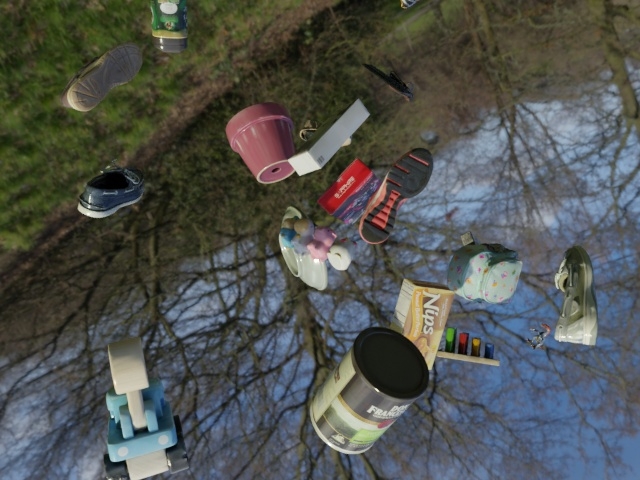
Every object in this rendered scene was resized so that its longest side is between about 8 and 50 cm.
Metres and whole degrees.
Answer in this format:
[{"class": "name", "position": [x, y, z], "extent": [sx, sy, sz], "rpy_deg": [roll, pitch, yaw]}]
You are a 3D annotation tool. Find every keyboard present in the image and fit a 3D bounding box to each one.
[{"class": "keyboard", "position": [0.227, -0.526, 1.826], "extent": [0.100, 0.192, 0.038], "rpy_deg": [-3, 132, -53]}]

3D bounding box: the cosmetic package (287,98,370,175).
[{"class": "cosmetic package", "position": [0.023, -0.274, 1.495], "extent": [0.239, 0.060, 0.099], "rpy_deg": [-50, -160, -29]}]

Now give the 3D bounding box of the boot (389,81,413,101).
[{"class": "boot", "position": [0.301, -0.587, 2.150], "extent": [0.037, 0.114, 0.106], "rpy_deg": [-40, 154, -11]}]

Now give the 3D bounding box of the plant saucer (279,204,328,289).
[{"class": "plant saucer", "position": [-0.097, 0.046, 2.503], "extent": [0.100, 0.401, 0.400], "rpy_deg": [-21, -175, -18]}]

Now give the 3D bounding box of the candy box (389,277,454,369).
[{"class": "candy box", "position": [0.354, 0.306, 2.056], "extent": [0.182, 0.317, 0.087], "rpy_deg": [9, -169, -28]}]

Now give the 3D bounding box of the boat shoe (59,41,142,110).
[{"class": "boat shoe", "position": [-0.602, -0.454, 1.548], "extent": [0.092, 0.103, 0.285], "rpy_deg": [9, -129, 27]}]

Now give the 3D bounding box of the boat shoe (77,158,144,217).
[{"class": "boat shoe", "position": [-0.485, -0.134, 1.342], "extent": [0.079, 0.095, 0.254], "rpy_deg": [-64, 177, 25]}]

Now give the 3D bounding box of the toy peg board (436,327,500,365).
[{"class": "toy peg board", "position": [0.409, 0.284, 1.542], "extent": [0.160, 0.079, 0.161], "rpy_deg": [5, 174, 18]}]

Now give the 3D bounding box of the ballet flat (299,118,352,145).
[{"class": "ballet flat", "position": [0.012, -0.404, 2.231], "extent": [0.106, 0.107, 0.316], "rpy_deg": [-43, -150, -10]}]

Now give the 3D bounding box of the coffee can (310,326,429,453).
[{"class": "coffee can", "position": [0.117, 0.377, 1.418], "extent": [0.201, 0.201, 0.275], "rpy_deg": [-32, 158, -48]}]

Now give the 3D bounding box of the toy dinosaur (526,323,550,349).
[{"class": "toy dinosaur", "position": [0.598, 0.257, 1.533], "extent": [0.090, 0.047, 0.082], "rpy_deg": [11, 136, -37]}]

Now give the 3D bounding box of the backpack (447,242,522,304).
[{"class": "backpack", "position": [0.456, 0.095, 1.581], "extent": [0.188, 0.166, 0.144], "rpy_deg": [5, -162, -21]}]

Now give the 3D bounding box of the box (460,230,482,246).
[{"class": "box", "position": [0.562, 0.086, 1.943], "extent": [0.045, 0.184, 0.191], "rpy_deg": [-29, -137, 23]}]

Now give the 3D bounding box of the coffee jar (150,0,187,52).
[{"class": "coffee jar", "position": [-0.335, -0.513, 1.250], "extent": [0.079, 0.184, 0.096], "rpy_deg": [-4, -153, -18]}]

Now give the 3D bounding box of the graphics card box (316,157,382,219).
[{"class": "graphics card box", "position": [0.137, -0.187, 2.300], "extent": [0.233, 0.094, 0.371], "rpy_deg": [-47, 166, 6]}]

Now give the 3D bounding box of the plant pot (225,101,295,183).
[{"class": "plant pot", "position": [-0.158, -0.277, 1.676], "extent": [0.201, 0.180, 0.201], "rpy_deg": [-21, 164, -6]}]

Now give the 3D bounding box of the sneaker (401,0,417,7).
[{"class": "sneaker", "position": [0.258, -0.885, 1.913], "extent": [0.084, 0.215, 0.083], "rpy_deg": [-31, 178, -39]}]

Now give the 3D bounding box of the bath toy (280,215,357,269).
[{"class": "bath toy", "position": [0.000, 0.000, 2.191], "extent": [0.348, 0.151, 0.129], "rpy_deg": [22, -133, 39]}]

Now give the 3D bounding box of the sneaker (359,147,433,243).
[{"class": "sneaker", "position": [0.204, -0.146, 1.660], "extent": [0.314, 0.116, 0.136], "rpy_deg": [-55, -164, 13]}]

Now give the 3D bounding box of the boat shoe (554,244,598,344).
[{"class": "boat shoe", "position": [0.667, 0.136, 1.501], "extent": [0.103, 0.118, 0.320], "rpy_deg": [-1, -134, 19]}]

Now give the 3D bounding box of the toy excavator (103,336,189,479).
[{"class": "toy excavator", "position": [-0.515, 0.460, 1.576], "extent": [0.222, 0.445, 0.433], "rpy_deg": [-12, -173, -18]}]
